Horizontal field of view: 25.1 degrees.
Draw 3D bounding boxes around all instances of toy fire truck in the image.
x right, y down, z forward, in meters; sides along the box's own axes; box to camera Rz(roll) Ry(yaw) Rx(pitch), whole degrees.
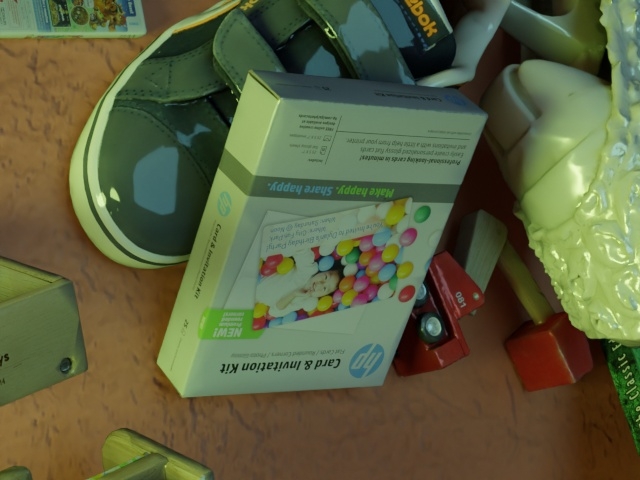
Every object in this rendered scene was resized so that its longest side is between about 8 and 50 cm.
[{"bbox_3d":[0.091,0.022,0.933,0.135,0.047,0.192,-25,93,-38],"label":"toy fire truck"}]

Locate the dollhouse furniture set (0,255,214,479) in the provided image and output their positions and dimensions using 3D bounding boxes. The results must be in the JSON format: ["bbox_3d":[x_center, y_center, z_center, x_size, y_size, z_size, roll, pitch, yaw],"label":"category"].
[{"bbox_3d":[-0.181,0.130,0.679,0.212,0.161,0.242,-21,114,-38],"label":"dollhouse furniture set"}]

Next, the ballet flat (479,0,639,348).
[{"bbox_3d":[0.162,-0.117,0.961,0.147,0.147,0.409,23,54,-30],"label":"ballet flat"}]

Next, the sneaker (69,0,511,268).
[{"bbox_3d":[-0.006,-0.104,0.846,0.321,0.127,0.126,-43,106,-34],"label":"sneaker"}]

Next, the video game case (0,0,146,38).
[{"bbox_3d":[-0.160,-0.157,0.815,0.122,0.011,0.087,-6,82,-37],"label":"video game case"}]

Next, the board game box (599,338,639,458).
[{"bbox_3d":[0.260,0.121,0.981,0.136,0.030,0.260,15,45,-30],"label":"board game box"}]

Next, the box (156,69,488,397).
[{"bbox_3d":[0.000,0.000,0.808,0.145,0.038,0.186,1,121,-36],"label":"box"}]
